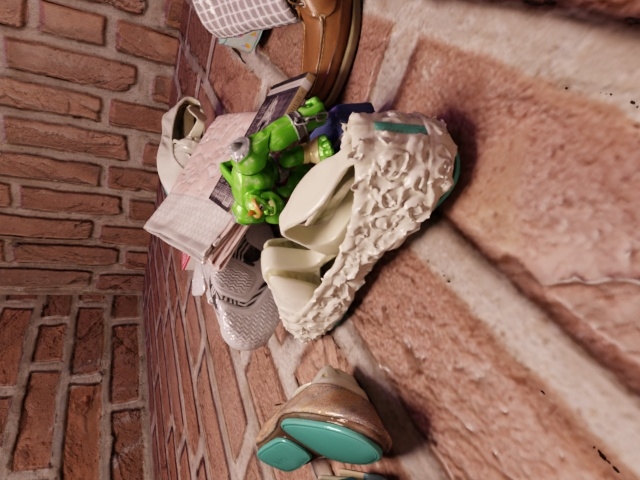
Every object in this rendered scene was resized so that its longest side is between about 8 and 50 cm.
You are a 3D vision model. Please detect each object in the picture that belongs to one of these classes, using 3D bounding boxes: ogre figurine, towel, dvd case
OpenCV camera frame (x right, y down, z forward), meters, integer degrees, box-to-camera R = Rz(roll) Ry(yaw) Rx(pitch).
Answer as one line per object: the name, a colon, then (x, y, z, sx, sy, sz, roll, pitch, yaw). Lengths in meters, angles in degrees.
ogre figurine: (-0.056, -0.078, 0.533, 0.097, 0.118, 0.197, 67, 158, 10)
towel: (-0.137, -0.482, 0.674, 0.235, 0.121, 0.284, 14, 136, 42)
towel: (-0.195, -0.120, 0.820, 0.331, 0.053, 0.317, 16, 73, 50)
dvd case: (-0.096, -0.146, 0.647, 0.221, 0.018, 0.164, -61, 26, -1)

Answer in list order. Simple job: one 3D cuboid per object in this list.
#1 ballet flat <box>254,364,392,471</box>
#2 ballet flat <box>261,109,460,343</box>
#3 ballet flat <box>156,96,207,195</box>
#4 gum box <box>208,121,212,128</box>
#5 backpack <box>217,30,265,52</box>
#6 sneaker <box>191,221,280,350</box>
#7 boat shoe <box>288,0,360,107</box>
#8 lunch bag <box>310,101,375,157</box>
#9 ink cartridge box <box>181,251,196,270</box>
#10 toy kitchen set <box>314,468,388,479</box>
ballet flat: (-0.006, 0.221, 0.545, 0.316, 0.107, 0.106, -45, 13, 51)
ballet flat: (0.000, 0.000, 0.529, 0.409, 0.146, 0.147, -57, 39, 44)
ballet flat: (-0.338, -0.242, 1.093, 0.139, 0.139, 0.400, -61, 36, 39)
gum box: (-0.255, -0.245, 1.119, 0.188, 0.062, 0.107, 37, 119, 58)
backpack: (-0.182, -0.519, 0.938, 0.166, 0.144, 0.189, -46, 50, 43)
sneaker: (-0.167, 0.085, 0.839, 0.366, 0.137, 0.210, -106, 33, -42)
boat shoe: (-0.002, -0.354, 0.607, 0.110, 0.104, 0.308, 34, 117, 56)
lunch bag: (0.038, -0.124, 0.538, 0.098, 0.067, 0.065, -38, 69, 60)
ink cartridge box: (-0.327, -0.057, 1.192, 0.172, 0.100, 0.237, -47, 46, 49)
toy kitchen set: (0.001, 0.323, 0.399, 0.122, 0.207, 0.166, -39, 53, 56)
